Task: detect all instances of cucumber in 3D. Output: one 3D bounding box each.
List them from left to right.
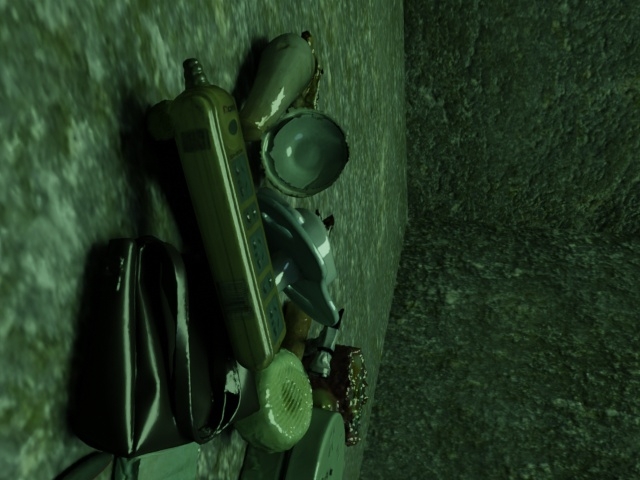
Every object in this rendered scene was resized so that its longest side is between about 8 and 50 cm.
[{"bbox_3d":[-0.172,-0.060,0.889,0.300,0.072,0.072,82,19,-49],"label":"cucumber"}]

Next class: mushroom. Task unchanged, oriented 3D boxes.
[{"bbox_3d":[-0.079,-0.278,1.111,0.118,0.103,0.270,-48,-167,43],"label":"mushroom"}]

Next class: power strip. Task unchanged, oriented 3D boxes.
[{"bbox_3d":[-0.107,-0.028,0.778,0.092,0.066,0.387,-59,139,-67],"label":"power strip"},{"bbox_3d":[-0.051,0.541,1.406,0.357,0.162,0.357,5,90,-77],"label":"power strip"}]

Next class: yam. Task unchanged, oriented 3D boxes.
[{"bbox_3d":[-0.082,0.271,1.371,0.081,0.081,0.356,81,18,-45],"label":"yam"}]

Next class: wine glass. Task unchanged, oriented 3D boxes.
[{"bbox_3d":[-0.035,-0.144,1.118,0.321,0.144,0.143,-130,-135,-85],"label":"wine glass"}]

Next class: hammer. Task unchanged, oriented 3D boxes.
[{"bbox_3d":[-0.016,0.242,1.434,0.427,0.044,0.152,124,-17,-73],"label":"hammer"}]

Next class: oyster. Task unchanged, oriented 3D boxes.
[{"bbox_3d":[-0.031,-0.282,1.394,0.128,0.079,0.344,-105,-170,-64],"label":"oyster"}]

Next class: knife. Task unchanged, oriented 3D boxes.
[{"bbox_3d":[-0.286,0.264,0.642,0.247,0.018,0.035,-11,109,-75],"label":"knife"}]

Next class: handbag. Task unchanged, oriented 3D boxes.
[{"bbox_3d":[-0.173,0.122,0.801,0.285,0.114,0.256,8,81,-65],"label":"handbag"}]

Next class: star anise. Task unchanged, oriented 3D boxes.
[{"bbox_3d":[-0.004,-0.001,1.627,0.157,0.054,0.212,80,22,-50],"label":"star anise"}]

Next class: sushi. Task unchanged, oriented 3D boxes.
[{"bbox_3d":[0.027,0.401,1.667,0.236,0.171,0.270,-37,129,-72],"label":"sushi"}]

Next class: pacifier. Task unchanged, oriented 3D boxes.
[{"bbox_3d":[-0.093,0.058,1.083,0.233,0.244,0.299,-42,142,-24],"label":"pacifier"}]

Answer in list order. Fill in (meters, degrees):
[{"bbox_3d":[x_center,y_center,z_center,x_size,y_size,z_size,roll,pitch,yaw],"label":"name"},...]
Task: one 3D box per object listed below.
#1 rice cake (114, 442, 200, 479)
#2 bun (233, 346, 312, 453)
[{"bbox_3d":[-0.220,0.305,0.886,0.211,0.038,0.124,24,71,-76],"label":"rice cake"},{"bbox_3d":[-0.101,0.297,1.187,0.195,0.118,0.195,36,46,-48],"label":"bun"}]
